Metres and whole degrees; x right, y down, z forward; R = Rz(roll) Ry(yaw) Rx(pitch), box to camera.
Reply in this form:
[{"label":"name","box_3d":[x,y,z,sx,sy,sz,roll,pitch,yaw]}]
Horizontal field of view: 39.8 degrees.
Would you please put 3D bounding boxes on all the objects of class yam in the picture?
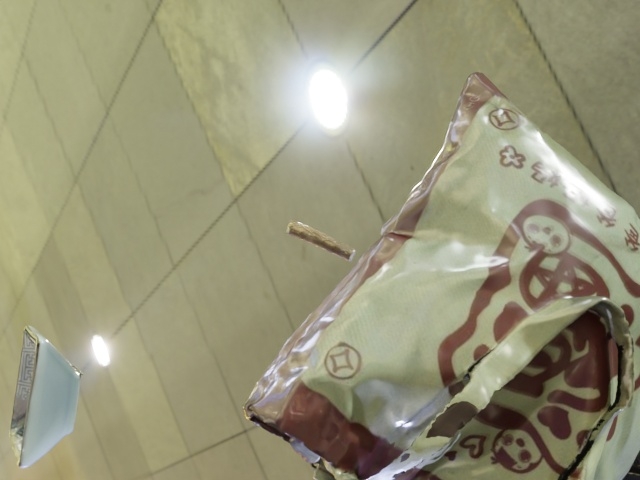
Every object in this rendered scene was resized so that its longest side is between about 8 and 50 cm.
[{"label":"yam","box_3d":[0.000,0.000,1.725,0.145,0.032,0.032,24,133,13]}]

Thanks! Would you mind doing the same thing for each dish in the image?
[{"label":"dish","box_3d":[-0.408,0.227,1.322,0.243,0.080,0.182,178,100,-68]}]

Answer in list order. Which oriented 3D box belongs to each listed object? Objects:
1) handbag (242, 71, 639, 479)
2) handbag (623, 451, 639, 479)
[{"label":"handbag","box_3d":[0.105,0.056,0.468,0.213,0.235,0.127,41,158,-10]},{"label":"handbag","box_3d":[0.532,0.378,1.288,0.275,0.244,0.088,64,-173,3]}]
